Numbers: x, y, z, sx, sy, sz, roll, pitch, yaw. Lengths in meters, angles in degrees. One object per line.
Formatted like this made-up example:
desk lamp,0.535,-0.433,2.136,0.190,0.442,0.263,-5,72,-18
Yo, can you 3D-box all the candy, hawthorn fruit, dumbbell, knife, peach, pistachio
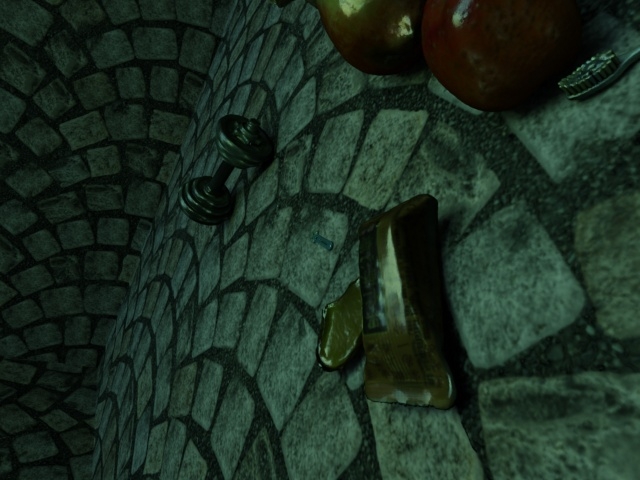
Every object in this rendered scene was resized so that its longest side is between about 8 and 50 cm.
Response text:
candy,0.107,0.083,0.593,0.143,0.101,0.272,-24,60,45
hawthorn fruit,0.210,-0.252,0.526,0.189,0.189,0.189,-35,45,46
dumbbell,-0.290,-0.205,1.330,0.406,0.179,0.179,-48,37,36
knife,0.000,0.000,0.897,0.096,0.010,0.027,30,100,60
peach,0.112,-0.387,0.725,0.232,0.232,0.257,-54,43,28
pistachio,0.043,0.131,0.714,0.089,0.049,0.173,36,104,36

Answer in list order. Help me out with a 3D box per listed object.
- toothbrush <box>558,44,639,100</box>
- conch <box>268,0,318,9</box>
toothbrush,0.386,-0.248,0.375,0.375,0.037,0.028,-36,47,41
conch,0.059,-0.539,0.874,0.324,0.186,0.263,-42,-3,-13
